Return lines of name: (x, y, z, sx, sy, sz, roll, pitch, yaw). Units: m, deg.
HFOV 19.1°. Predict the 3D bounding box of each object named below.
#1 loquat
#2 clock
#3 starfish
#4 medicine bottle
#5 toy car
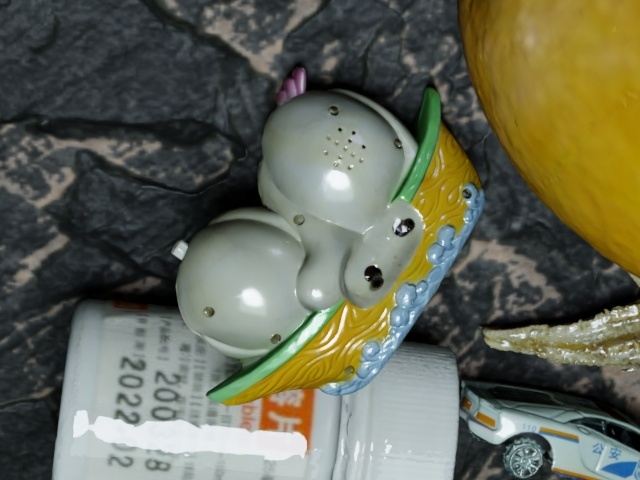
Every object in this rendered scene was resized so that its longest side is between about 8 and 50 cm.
loquat: (0.235, -0.119, 0.966, 0.328, 0.328, 0.328, -1, 126, -1)
clock: (0.000, 0.000, 1.141, 0.144, 0.103, 0.231, 33, 81, -6)
starfish: (0.245, 0.075, 1.259, 0.247, 0.050, 0.138, 28, 122, -16)
medicine bottle: (-0.043, 0.118, 1.225, 0.252, 0.144, 0.144, 9, 125, -7)
toy car: (0.184, 0.139, 1.279, 0.204, 0.095, 0.056, 17, 97, -14)
